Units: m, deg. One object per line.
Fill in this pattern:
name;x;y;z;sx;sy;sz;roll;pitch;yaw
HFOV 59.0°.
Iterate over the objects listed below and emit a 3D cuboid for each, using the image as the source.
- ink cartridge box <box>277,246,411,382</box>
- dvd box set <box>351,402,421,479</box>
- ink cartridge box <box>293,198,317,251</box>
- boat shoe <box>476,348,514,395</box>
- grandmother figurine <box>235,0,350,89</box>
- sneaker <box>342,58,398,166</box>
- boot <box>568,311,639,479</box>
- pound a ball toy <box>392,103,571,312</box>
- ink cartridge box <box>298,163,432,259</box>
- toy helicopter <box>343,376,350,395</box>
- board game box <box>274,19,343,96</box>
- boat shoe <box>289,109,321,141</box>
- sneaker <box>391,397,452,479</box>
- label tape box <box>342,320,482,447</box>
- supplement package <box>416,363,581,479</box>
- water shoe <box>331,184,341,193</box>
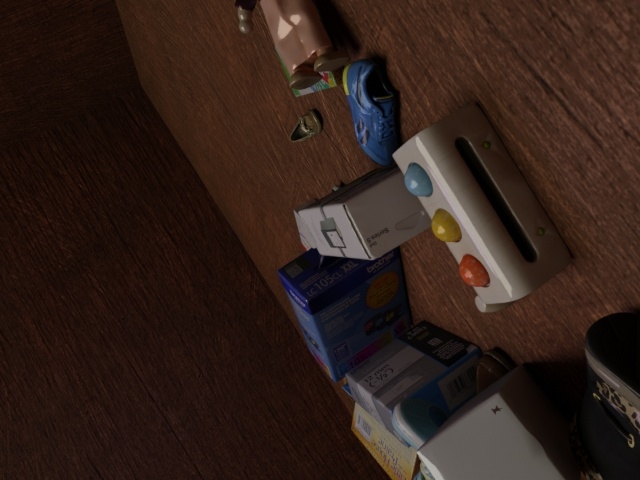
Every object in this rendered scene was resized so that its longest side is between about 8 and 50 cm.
ink cartridge box;0.065;0.131;1.412;0.151;0.270;0.395;40;156;45
dvd box set;0.220;0.485;1.667;0.307;0.062;0.420;38;129;51
ink cartridge box;0.000;0.000;1.732;0.134;0.078;0.231;48;162;35
boat shoe;0.379;0.372;1.195;0.110;0.104;0.307;31;148;60
grandmother figurine;-0.078;-0.455;1.038;0.104;0.208;0.342;-20;-93;-65
sneaker;0.103;-0.222;1.015;0.082;0.069;0.209;29;146;55
boot;0.471;0.303;0.719;0.377;0.138;0.284;51;162;39
pound a ball toy;0.228;-0.018;0.882;0.319;0.135;0.208;59;164;1
ink cartridge box;0.099;-0.059;1.085;0.115;0.198;0.273;63;164;-9
toy helicopter;0.081;0.305;1.753;0.235;0.140;0.355;159;101;-73
board game box;-0.030;-0.379;1.205;0.124;0.039;0.259;65;166;-17
boat shoe;-0.038;-0.276;1.390;0.056;0.048;0.153;61;165;-7
sneaker;0.227;0.463;1.157;0.319;0.208;0.127;37;-149;-13
label tape box;0.201;0.314;1.369;0.115;0.249;0.347;64;164;-19
supplement package;0.318;0.351;0.970;0.177;0.175;0.293;54;-161;19
water shoe;0.047;-0.053;1.479;0.073;0.080;0.203;45;159;40
